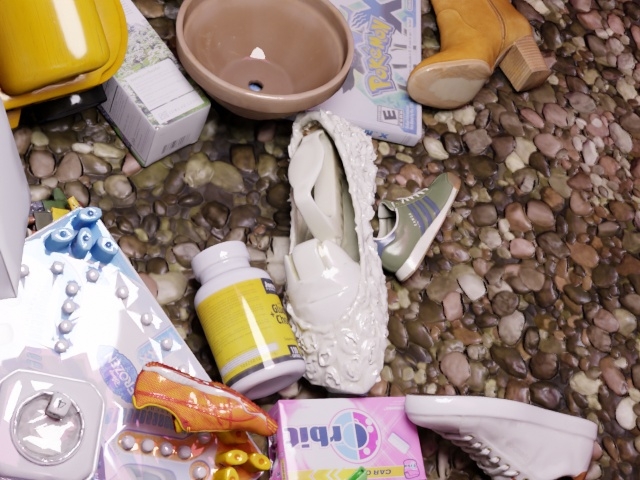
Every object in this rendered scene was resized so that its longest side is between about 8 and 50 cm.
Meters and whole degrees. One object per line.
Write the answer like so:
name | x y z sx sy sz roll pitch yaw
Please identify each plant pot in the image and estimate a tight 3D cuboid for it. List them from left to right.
plant pot | -0.081 -0.243 1.501 0.237 0.110 0.237 7 54 -9

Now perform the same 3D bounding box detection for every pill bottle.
pill bottle | -0.095 0.098 1.374 0.103 0.103 0.184 -14 70 -26

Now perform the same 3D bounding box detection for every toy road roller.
toy road roller | -0.386 -0.233 1.300 0.329 0.240 0.203 -21 96 -28

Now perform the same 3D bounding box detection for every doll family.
doll family | -0.305 0.015 1.360 0.111 0.076 0.193 -2 71 -32

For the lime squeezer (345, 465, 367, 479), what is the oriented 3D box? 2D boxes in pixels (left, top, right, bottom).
lime squeezer | -0.078 0.353 1.247 0.310 0.110 0.059 -13 37 -26

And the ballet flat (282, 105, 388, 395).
ballet flat | 0.000 0.000 1.433 0.147 0.147 0.409 8 56 -16

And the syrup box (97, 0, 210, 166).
syrup box | -0.259 -0.227 1.489 0.093 0.096 0.237 -31 76 -31

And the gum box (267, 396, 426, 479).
gum box | 0.025 0.253 1.361 0.188 0.062 0.107 1 63 -20

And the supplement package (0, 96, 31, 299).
supplement package | -0.467 -0.051 1.179 0.262 0.198 0.199 -9 37 -2

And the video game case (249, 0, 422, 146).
video game case | 0.009 -0.313 1.670 0.299 0.036 0.329 11 61 -15

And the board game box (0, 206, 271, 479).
board game box | -0.300 0.206 1.228 0.390 0.050 0.390 -35 91 -31

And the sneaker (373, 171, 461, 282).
sneaker | 0.124 -0.039 1.549 0.086 0.064 0.192 34 60 -6

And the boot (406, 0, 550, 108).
boot | 0.205 -0.317 1.708 0.295 0.104 0.211 -11 62 -36

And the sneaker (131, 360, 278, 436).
sneaker | -0.131 0.192 1.263 0.175 0.064 0.067 22 87 -15

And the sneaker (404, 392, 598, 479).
sneaker | 0.228 0.262 1.388 0.290 0.106 0.123 17 77 -26
